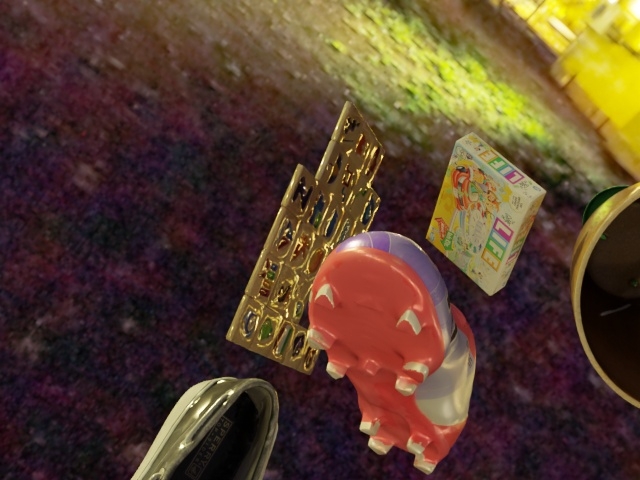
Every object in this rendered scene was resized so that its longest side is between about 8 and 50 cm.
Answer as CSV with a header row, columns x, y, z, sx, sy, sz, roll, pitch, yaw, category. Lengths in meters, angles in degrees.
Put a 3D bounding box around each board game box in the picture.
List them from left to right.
x,y,z,sx,sy,sz,roll,pitch,yaw,category
0.172,-0.025,0.927,0.026,0.154,0.103,-30,59,-29,board game box

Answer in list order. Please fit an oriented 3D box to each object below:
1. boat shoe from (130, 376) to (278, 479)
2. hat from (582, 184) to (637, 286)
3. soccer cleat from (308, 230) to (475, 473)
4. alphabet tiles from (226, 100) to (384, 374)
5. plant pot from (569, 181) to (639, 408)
x,y,z,sx,sy,sz,roll,pitch,yaw,category
-0.121,0.250,0.739,0.108,0.102,0.301,41,60,-18,boat shoe
0.420,0.022,1.300,0.183,0.173,0.208,-29,114,-35,hat
0.053,0.056,0.526,0.083,0.095,0.248,15,-30,23,soccer cleat
0.000,0.000,0.809,0.009,0.237,0.198,18,-10,23,alphabet tiles
0.358,0.033,0.908,0.237,0.237,0.254,41,9,-3,plant pot
